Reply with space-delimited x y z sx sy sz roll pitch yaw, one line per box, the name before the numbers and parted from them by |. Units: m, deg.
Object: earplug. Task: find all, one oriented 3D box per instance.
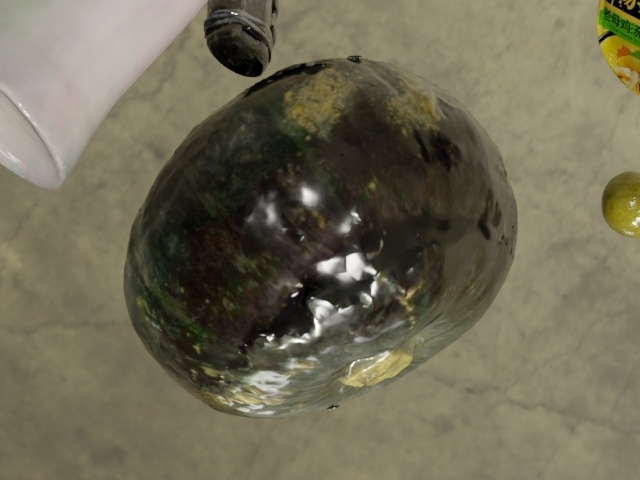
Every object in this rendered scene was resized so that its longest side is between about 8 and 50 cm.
earplug | -0.169 -0.204 1.118 0.172 0.301 0.172 36 158 17

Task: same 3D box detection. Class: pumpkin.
pumpkin | 0.000 0.000 1.547 0.454 0.454 0.344 -46 64 38

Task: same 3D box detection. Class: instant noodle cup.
instant noodle cup | 0.380 -0.229 1.439 0.151 0.122 0.151 45 150 35

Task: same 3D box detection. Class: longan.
longan | 0.349 -0.041 1.534 0.075 0.083 0.075 31 130 45

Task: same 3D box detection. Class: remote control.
remote control | -0.087 -0.274 1.615 0.090 0.266 0.066 20 121 -15
